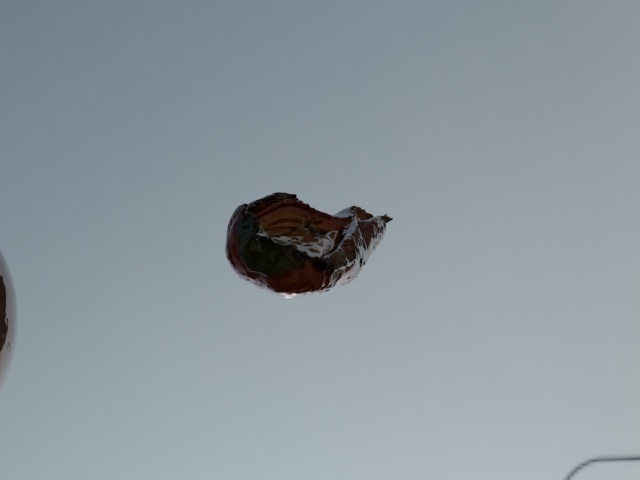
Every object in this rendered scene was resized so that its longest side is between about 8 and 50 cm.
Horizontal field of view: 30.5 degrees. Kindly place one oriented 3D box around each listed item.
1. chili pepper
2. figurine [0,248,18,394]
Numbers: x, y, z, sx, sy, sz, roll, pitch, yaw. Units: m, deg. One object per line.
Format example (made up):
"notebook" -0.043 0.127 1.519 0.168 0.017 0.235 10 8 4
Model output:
"chili pepper" 0.000 0.000 0.474 0.027 0.045 0.178 -63 -11 13
"figurine" -0.232 0.037 0.572 0.173 0.173 0.173 17 -112 -49
